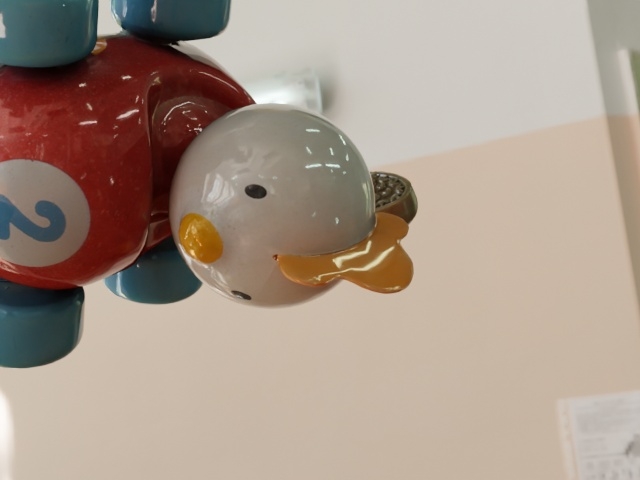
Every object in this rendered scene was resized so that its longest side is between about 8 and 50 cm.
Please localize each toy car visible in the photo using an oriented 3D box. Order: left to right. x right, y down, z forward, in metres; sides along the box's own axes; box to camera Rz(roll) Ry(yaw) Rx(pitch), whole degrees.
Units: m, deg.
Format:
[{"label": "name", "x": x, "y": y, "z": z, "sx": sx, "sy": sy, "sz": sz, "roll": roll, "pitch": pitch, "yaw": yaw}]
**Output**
[{"label": "toy car", "x": -0.064, "y": -0.023, "z": 0.540, "sx": 0.238, "sy": 0.219, "sz": 0.210, "roll": 24, "pitch": 30, "yaw": 29}]

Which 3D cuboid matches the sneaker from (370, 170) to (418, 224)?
[{"label": "sneaker", "x": 0.000, "y": 0.000, "z": 0.781, "sx": 0.192, "sy": 0.086, "sz": 0.064, "roll": -4, "pitch": 34, "yaw": 34}]
